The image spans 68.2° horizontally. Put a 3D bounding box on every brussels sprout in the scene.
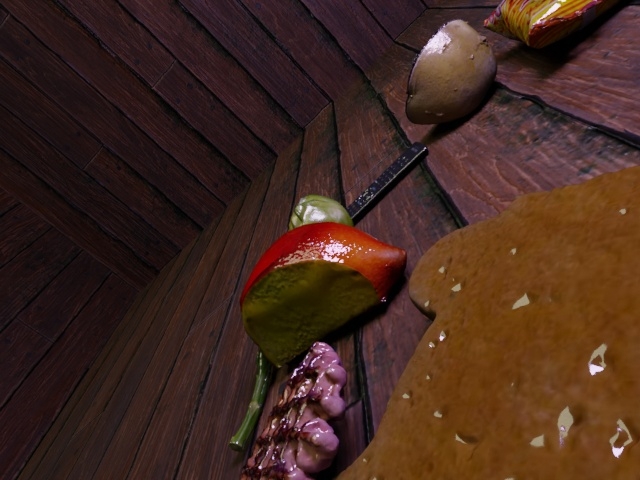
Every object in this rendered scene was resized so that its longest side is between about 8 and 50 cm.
[{"bbox_3d":[0.005,-0.001,0.860,0.149,0.122,0.152,-61,-13,-51],"label":"brussels sprout"}]

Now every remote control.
[{"bbox_3d":[0.120,-0.105,0.961,0.245,0.025,0.063,-44,19,8],"label":"remote control"}]

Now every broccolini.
[{"bbox_3d":[-0.095,0.217,0.742,0.239,0.054,0.051,-74,-3,-50],"label":"broccolini"}]

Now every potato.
[{"bbox_3d":[0.264,-0.300,0.904,0.117,0.182,0.202,40,96,29],"label":"potato"}]

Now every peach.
[{"bbox_3d":[-0.006,0.050,0.713,0.267,0.154,0.159,-38,19,28],"label":"peach"}]

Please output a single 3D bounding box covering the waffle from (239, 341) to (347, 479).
[{"bbox_3d":[-0.034,0.221,0.505,0.221,0.055,0.234,-60,7,11],"label":"waffle"}]

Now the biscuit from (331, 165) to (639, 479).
[{"bbox_3d":[0.168,0.114,0.332,0.368,0.076,0.394,-19,36,55],"label":"biscuit"}]

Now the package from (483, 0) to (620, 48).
[{"bbox_3d":[0.425,-0.424,0.825,0.223,0.108,0.288,-35,29,18],"label":"package"}]
